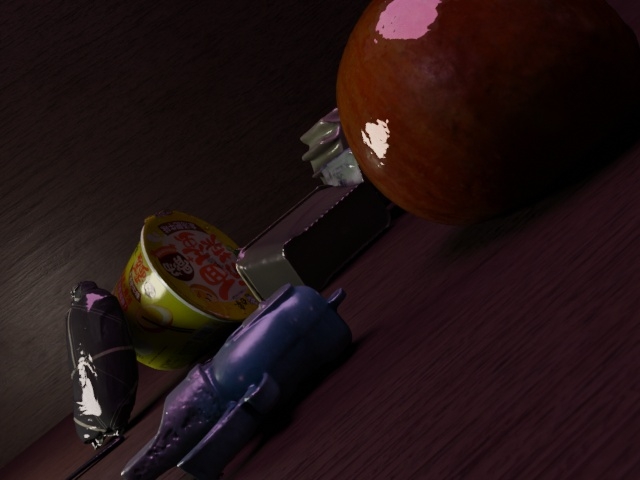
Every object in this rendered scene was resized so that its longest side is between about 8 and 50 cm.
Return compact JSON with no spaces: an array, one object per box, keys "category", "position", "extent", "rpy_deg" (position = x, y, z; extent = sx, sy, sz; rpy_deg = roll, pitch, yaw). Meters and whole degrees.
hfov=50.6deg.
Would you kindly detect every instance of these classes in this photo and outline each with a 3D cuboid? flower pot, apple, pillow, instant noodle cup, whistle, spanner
[{"category":"flower pot","position":[0.133,-0.236,1.683],"extent":[0.367,0.254,0.164],"rpy_deg":[-40,5,-39]},{"category":"apple","position":[0.161,-0.169,0.726],"extent":[0.301,0.301,0.301],"rpy_deg":[-38,5,4]},{"category":"pillow","position":[-0.436,0.230,1.323],"extent":[0.161,0.335,0.093],"rpy_deg":[-30,-28,25]},{"category":"instant noodle cup","position":[-0.306,0.117,1.453],"extent":[0.221,0.311,0.311],"rpy_deg":[-46,1,23]},{"category":"whistle","position":[-0.079,0.140,0.659],"extent":[0.274,0.093,0.186],"rpy_deg":[-41,5,-4]},{"category":"spanner","position":[-0.420,0.401,1.155],"extent":[0.208,0.012,0.046],"rpy_deg":[-38,4,-8]}]

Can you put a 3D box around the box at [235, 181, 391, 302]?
[{"category":"box","position":[0.000,0.000,1.229],"extent":[0.274,0.138,0.178],"rpy_deg":[-42,13,-28]}]

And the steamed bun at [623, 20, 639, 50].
[{"category":"steamed bun","position":[0.343,-0.240,0.943],"extent":[0.175,0.106,0.145],"rpy_deg":[-36,8,-32]}]

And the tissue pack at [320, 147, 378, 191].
[{"category":"tissue pack","position":[0.177,-0.180,1.370],"extent":[0.316,0.103,0.228],"rpy_deg":[-24,1,-16]}]

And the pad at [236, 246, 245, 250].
[{"category":"pad","position":[-0.031,-0.021,1.531],"extent":[0.202,0.005,0.300],"rpy_deg":[-12,4,29]}]
